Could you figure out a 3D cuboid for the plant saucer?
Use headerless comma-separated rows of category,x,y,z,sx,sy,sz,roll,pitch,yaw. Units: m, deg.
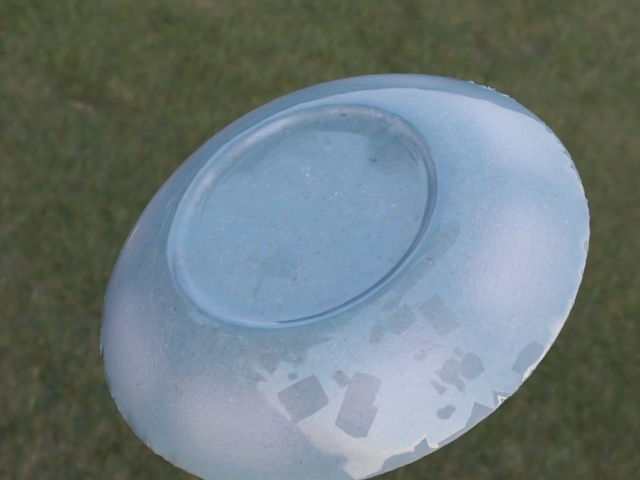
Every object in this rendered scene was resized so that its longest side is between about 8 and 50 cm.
plant saucer,0.000,0.000,0.705,0.195,0.037,0.195,-13,47,15
